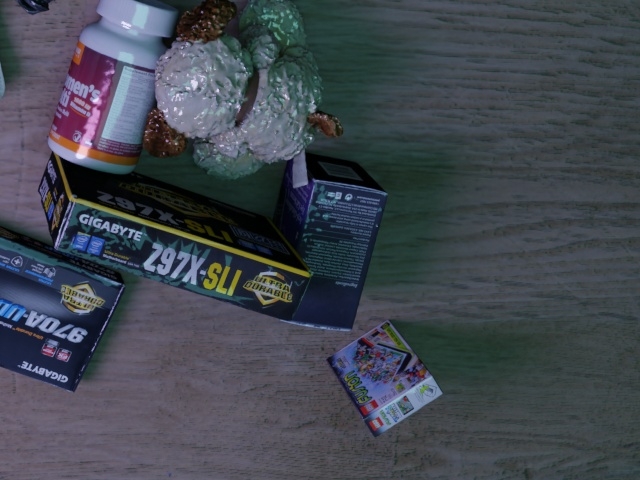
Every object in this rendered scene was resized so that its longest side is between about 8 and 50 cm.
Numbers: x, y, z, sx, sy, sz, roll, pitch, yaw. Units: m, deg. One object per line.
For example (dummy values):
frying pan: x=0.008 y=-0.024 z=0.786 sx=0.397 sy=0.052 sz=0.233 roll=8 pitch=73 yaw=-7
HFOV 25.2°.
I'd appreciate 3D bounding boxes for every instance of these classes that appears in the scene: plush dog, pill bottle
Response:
plush dog: x=-0.111 y=-0.185 z=1.819 sx=0.225 sy=0.210 sz=0.262 roll=9 pitch=109 yaw=-38
pill bottle: x=-0.263 y=-0.206 z=1.839 sx=0.121 sy=0.121 sz=0.221 roll=15 pitch=104 yaw=-19

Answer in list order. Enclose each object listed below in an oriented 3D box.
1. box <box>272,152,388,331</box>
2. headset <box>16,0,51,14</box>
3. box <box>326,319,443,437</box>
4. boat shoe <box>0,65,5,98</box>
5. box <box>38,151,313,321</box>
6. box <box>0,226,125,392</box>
box: x=0.000 y=0.000 z=1.965 sx=0.108 sy=0.153 sz=0.207 roll=10 pitch=105 yaw=-18
headset: x=-0.271 y=-0.447 z=1.700 sx=0.394 sy=0.243 sz=0.185 roll=-35 pitch=88 yaw=29
box: x=0.087 y=0.192 z=2.026 sx=0.114 sy=0.207 sz=0.036 roll=-33 pitch=114 yaw=-3
boat shoe: x=-0.455 y=-0.297 z=1.746 sx=0.103 sy=0.113 sz=0.302 roll=-11 pitch=116 yaw=26
box: x=-0.194 y=-0.012 z=1.853 sx=0.322 sy=0.257 sz=0.079 roll=19 pitch=103 yaw=-19
box: x=-0.401 y=0.089 z=1.943 sx=0.220 sy=0.051 sz=0.175 roll=24 pitch=101 yaw=-22
